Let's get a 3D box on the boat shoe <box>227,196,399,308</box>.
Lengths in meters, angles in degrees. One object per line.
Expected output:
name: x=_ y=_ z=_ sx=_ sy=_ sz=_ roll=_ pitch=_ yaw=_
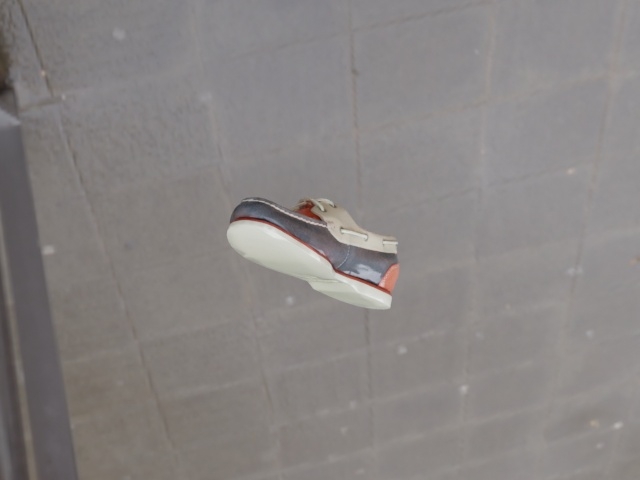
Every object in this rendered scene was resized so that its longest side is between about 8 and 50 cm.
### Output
boat shoe: x=0.000 y=0.000 z=0.626 sx=0.049 sy=0.043 sz=0.137 roll=5 pitch=166 yaw=37
